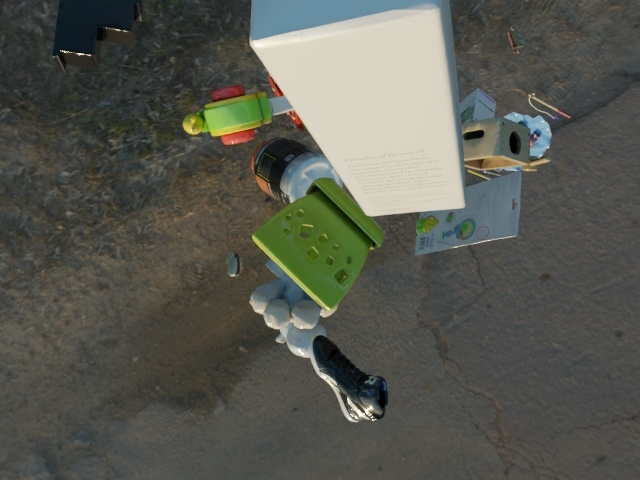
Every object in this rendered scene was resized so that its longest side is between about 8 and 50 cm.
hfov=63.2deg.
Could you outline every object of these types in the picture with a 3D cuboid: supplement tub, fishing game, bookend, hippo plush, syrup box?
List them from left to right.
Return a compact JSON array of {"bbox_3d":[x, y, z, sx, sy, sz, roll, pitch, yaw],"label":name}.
[{"bbox_3d":[-0.458,-0.427,1.084,0.157,0.072,0.157,4,80,-14],"label":"bookend"},{"bbox_3d":[-0.092,0.224,1.536,0.234,0.294,0.237,-15,126,-26],"label":"hippo plush"},{"bbox_3d":[-0.091,-0.220,1.718,0.206,0.338,0.207,-13,119,-26],"label":"supplement tub"},{"bbox_3d":[0.536,-0.405,1.810,0.096,0.237,0.093,31,147,-18],"label":"syrup box"},{"bbox_3d":[0.506,-0.250,1.353,0.189,0.041,0.264,22,131,-17],"label":"fishing game"}]

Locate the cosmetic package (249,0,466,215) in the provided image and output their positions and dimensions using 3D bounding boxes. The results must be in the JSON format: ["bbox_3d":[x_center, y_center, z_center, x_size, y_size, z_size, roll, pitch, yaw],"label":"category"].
[{"bbox_3d":[0.081,-0.208,0.628,0.161,0.453,0.230,-4,73,16],"label":"cosmetic package"}]

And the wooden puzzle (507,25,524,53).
[{"bbox_3d":[0.579,-0.595,1.540,0.049,0.006,0.084,-21,92,-30],"label":"wooden puzzle"}]

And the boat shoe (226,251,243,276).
[{"bbox_3d":[-0.251,0.074,1.545,0.043,0.137,0.049,34,98,-24],"label":"boat shoe"}]

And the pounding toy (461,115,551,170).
[{"bbox_3d":[0.418,-0.212,1.146,0.205,0.181,0.094,5,87,-41],"label":"pounding toy"}]

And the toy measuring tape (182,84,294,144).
[{"bbox_3d":[-0.114,-0.266,1.048,0.329,0.121,0.122,-14,107,-8],"label":"toy measuring tape"}]

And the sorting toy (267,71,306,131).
[{"bbox_3d":[-0.080,-0.442,1.558,0.089,0.255,0.257,-28,83,-4],"label":"sorting toy"}]

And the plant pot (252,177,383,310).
[{"bbox_3d":[0.000,0.000,1.144,0.227,0.228,0.207,44,83,-2],"label":"plant pot"}]

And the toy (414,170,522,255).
[{"bbox_3d":[0.302,-0.042,1.051,0.056,0.137,0.237,29,153,-36],"label":"toy"}]

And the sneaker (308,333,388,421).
[{"bbox_3d":[0.072,0.282,1.103,0.121,0.079,0.217,-24,101,41],"label":"sneaker"}]
